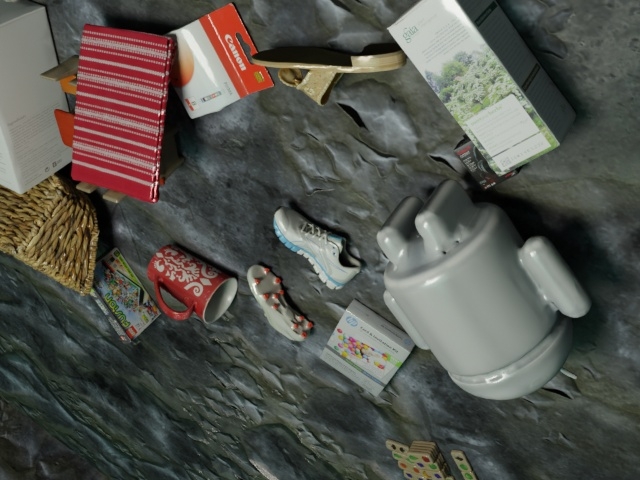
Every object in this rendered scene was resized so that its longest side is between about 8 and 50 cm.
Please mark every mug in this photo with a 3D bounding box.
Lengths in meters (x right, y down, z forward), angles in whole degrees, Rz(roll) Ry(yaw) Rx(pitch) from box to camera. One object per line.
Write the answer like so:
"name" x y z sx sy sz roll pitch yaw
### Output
"mug" -0.285 0.087 1.413 0.169 0.150 0.113 31 104 19

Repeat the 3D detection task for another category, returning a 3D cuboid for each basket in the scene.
"basket" -0.630 -0.044 1.526 0.299 0.213 0.223 18 162 35

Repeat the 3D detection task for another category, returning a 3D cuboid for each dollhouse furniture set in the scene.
"dollhouse furniture set" -0.403 -0.185 1.265 0.259 0.135 0.262 19 134 23

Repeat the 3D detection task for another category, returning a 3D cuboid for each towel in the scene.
"towel" -0.336 -0.213 1.123 0.199 0.031 0.274 16 105 24

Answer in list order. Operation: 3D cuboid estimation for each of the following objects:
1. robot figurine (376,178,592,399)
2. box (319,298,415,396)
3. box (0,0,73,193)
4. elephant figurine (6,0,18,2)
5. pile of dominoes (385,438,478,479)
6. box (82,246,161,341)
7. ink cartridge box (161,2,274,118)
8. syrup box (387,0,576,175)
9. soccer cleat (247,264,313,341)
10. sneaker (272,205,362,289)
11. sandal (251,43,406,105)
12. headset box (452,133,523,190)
"robot figurine" 0.231 0.086 0.971 0.300 0.200 0.353 -20 111 47
"box" 0.090 0.215 1.312 0.145 0.038 0.186 34 137 8
"box" -0.647 -0.302 1.325 0.215 0.168 0.345 24 137 19
"elephant figurine" -0.546 -0.495 1.099 0.239 0.169 0.186 40 112 41
"pile of dominoes" 0.260 0.541 1.462 0.196 0.040 0.251 -9 118 41
"box" -0.486 0.132 1.617 0.036 0.114 0.207 -8 120 40
"ink cartridge box" -0.179 -0.284 1.083 0.179 0.045 0.145 -5 122 42
"syrup box" 0.201 -0.208 0.821 0.237 0.096 0.093 51 136 -10
"soccer cleat" -0.095 0.134 1.363 0.076 0.068 0.196 -16 117 47
"sneaker" 0.000 0.000 1.182 0.191 0.071 0.083 43 133 -14
"sandal" 0.009 -0.230 0.953 0.240 0.088 0.079 6 122 27
"headset box" 0.230 -0.119 0.923 0.083 0.032 0.062 49 138 -11
